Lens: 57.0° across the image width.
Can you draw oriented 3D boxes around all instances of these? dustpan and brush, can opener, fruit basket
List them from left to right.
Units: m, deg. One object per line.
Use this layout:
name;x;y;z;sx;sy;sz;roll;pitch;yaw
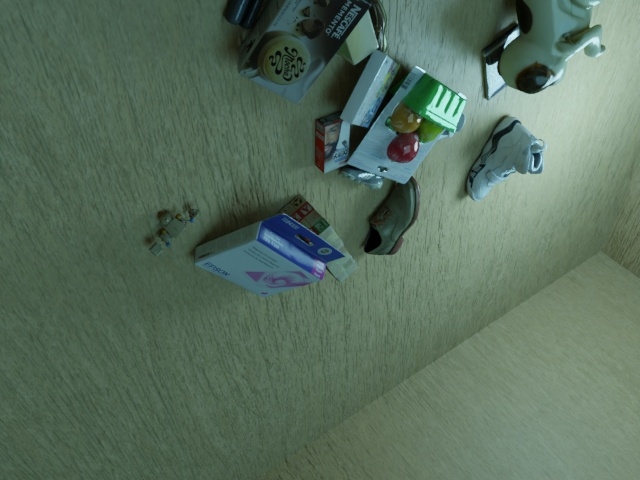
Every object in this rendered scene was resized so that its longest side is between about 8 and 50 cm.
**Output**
can opener;-0.122;-0.597;1.291;0.074;0.093;0.280;5;127;-47
fruit basket;0.273;-0.356;1.862;0.327;0.165;0.353;10;127;-47
dustpan and brush;0.451;-0.420;2.019;0.147;0.060;0.211;-25;140;-24

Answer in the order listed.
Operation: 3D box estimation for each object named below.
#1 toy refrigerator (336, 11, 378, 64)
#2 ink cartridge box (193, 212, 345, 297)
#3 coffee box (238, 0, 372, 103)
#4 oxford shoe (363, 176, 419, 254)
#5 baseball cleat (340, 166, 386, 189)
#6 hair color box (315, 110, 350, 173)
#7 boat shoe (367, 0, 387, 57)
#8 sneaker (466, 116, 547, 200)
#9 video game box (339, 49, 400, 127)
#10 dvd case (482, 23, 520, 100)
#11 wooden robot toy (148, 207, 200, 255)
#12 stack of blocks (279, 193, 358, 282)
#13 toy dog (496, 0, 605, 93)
toy refrigerator;0.050;-0.575;1.456;0.094;0.102;0.269;-38;144;-7
ink cartridge box;-0.145;0.059;1.756;0.330;0.071;0.324;-19;147;30
coffee box;-0.043;-0.483;1.339;0.168;0.119;0.297;23;129;-28
oxford shoe;0.254;-0.077;2.125;0.130;0.123;0.348;-9;130;-31
baseball cleat;0.142;-0.232;1.924;0.206;0.072;0.109;13;102;-54
hair color box;0.036;-0.292;1.761;0.093;0.053;0.167;-25;138;-23
boat shoe;0.140;-0.567;1.580;0.060;0.064;0.178;-35;145;-15
sneaker;0.722;-0.276;2.290;0.137;0.210;0.366;-6;129;-40
video game box;0.142;-0.422;1.660;0.205;0.048;0.187;-62;165;15
dvd case;0.629;-0.612;2.036;0.164;0.018;0.221;-38;143;-8
wooden robot toy;-0.411;-0.043;1.596;0.173;0.076;0.079;-45;109;2
stack of blocks;0.000;0.000;1.916;0.087;0.171;0.297;-41;144;-4
toy dog;0.710;-0.658;1.837;0.395;0.284;0.408;-3;123;-24
